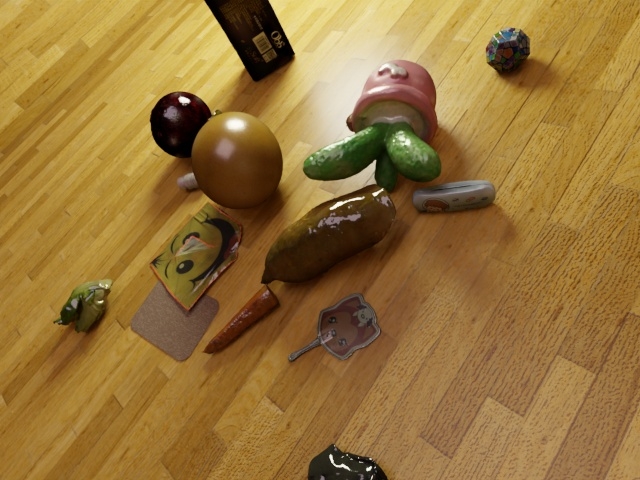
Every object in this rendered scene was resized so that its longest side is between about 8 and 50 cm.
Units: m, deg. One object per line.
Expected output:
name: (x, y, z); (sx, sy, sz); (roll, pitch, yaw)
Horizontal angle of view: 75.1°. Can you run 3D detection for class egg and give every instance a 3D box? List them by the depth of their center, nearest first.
egg: (-0.234, -0.229, 1.171); (0.250, 0.250, 0.323); (-30, 40, 6)

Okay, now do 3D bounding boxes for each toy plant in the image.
toy plant: (0.151, -0.272, 1.027); (0.316, 0.211, 0.357); (6, 61, 19)

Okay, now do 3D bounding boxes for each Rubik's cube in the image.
Rubik's cube: (0.489, -0.497, 1.089); (0.093, 0.111, 0.111); (0, 56, 56)

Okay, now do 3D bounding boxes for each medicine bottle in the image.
medicine bottle: (-0.422, -0.195, 1.369); (0.089, 0.052, 0.052); (-10, 55, 20)

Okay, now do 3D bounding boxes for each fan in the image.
fan: (0.022, 0.206, 0.907); (0.219, 0.009, 0.132); (-30, 50, 5)

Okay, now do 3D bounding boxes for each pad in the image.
pad: (-0.399, 0.201, 1.125); (0.266, 0.002, 0.176); (17, 68, 34)

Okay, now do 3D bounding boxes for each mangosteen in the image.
mangosteen: (-0.443, -0.385, 1.425); (0.265, 0.228, 0.229); (15, 58, -12)

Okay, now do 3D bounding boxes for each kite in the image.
kite: (-0.373, 0.037, 1.214); (0.327, 0.013, 0.378); (-11, 55, 20)

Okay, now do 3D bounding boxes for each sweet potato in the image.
sweet potato: (0.000, 0.000, 0.966); (0.369, 0.158, 0.158); (-28, 51, 6)

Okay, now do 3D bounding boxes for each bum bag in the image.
bum bag: (0.054, 0.492, 0.655); (0.142, 0.080, 0.327); (-21, 52, 17)

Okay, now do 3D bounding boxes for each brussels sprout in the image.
brussels sprout: (-0.698, 0.185, 1.231); (0.181, 0.100, 0.139); (-56, 34, 6)

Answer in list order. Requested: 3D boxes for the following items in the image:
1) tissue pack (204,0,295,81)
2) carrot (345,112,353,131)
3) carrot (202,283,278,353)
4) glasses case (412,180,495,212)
tissue pack: (-0.254, -0.785, 1.483); (0.209, 0.370, 0.198); (-33, 55, 2)
carrot: (0.180, -0.387, 1.196); (0.247, 0.059, 0.059); (-32, 50, -1)
carrot: (-0.195, 0.201, 0.996); (0.224, 0.057, 0.057); (-43, 50, -1)
glasses case: (0.297, -0.097, 0.934); (0.178, 0.067, 0.045); (-5, 57, 24)
